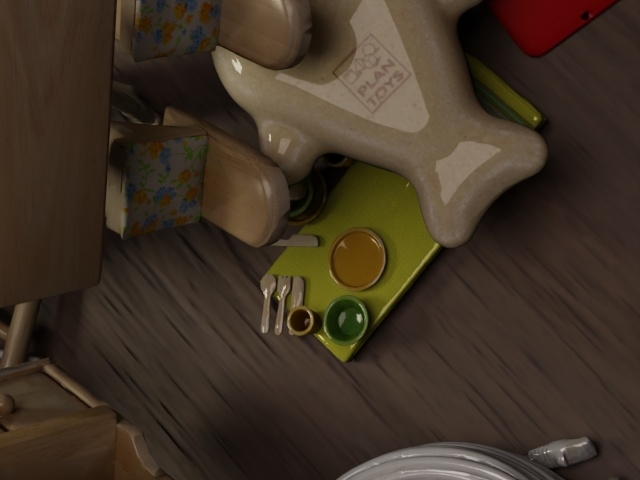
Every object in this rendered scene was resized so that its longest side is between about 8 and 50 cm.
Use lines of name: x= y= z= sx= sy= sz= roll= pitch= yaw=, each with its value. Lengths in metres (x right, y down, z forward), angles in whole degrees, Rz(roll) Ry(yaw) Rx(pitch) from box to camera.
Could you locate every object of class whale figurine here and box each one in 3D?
whale figurine: x=0.047 y=-0.116 z=1.343 sx=0.216 sy=0.141 sz=0.272 roll=-46 pitch=73 yaw=7

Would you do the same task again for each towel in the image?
towel: x=0.060 y=-0.028 z=1.392 sx=0.102 sy=0.021 sz=0.237 roll=44 pitch=102 yaw=27

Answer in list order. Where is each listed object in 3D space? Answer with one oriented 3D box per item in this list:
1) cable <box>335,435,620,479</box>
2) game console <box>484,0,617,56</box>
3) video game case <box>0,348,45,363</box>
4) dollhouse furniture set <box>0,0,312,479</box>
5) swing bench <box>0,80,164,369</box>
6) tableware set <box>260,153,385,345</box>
cable: x=0.090 y=0.270 z=1.306 sx=0.257 sy=0.089 sz=0.257 roll=-8 pitch=81 yaw=22
game console: x=0.173 y=-0.230 z=1.370 sx=0.144 sy=0.085 sz=0.124 roll=-36 pitch=41 yaw=15
video game case: x=-0.321 y=0.164 z=1.527 sx=0.190 sy=0.022 sz=0.173 roll=10 pitch=88 yaw=23
dollhouse furniture set: x=-0.170 y=0.030 z=1.192 sx=0.256 sy=0.362 sz=0.394 roll=30 pitch=123 yaw=43
swing bench: x=-0.283 y=-0.051 z=1.401 sx=0.165 sy=0.253 sz=0.254 roll=30 pitch=91 yaw=25
tableware set: x=0.000 y=0.000 z=1.393 sx=0.104 sy=0.024 sz=0.154 roll=3 pitch=83 yaw=27
